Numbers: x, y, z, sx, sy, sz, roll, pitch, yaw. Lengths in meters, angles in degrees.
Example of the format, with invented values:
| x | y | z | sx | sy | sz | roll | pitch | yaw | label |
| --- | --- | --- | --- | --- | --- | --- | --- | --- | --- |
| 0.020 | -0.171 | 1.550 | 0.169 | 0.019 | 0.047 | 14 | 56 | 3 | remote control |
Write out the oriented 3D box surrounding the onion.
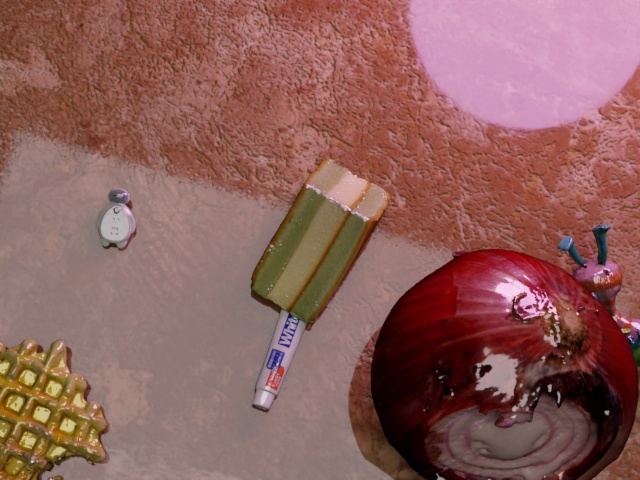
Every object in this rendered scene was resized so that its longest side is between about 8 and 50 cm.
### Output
| x | y | z | sx | sy | sz | roll | pitch | yaw | label |
| --- | --- | --- | --- | --- | --- | --- | --- | --- | --- |
| 0.232 | 0.161 | 1.651 | 0.341 | 0.341 | 0.341 | 1 | 77 | -4 | onion |

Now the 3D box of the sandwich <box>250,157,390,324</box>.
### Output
| x | y | z | sx | sy | sz | roll | pitch | yaw | label |
| --- | --- | --- | --- | --- | --- | --- | --- | --- | --- |
| 0.000 | 0.000 | 1.808 | 0.117 | 0.144 | 0.187 | 31 | 107 | 4 | sandwich |

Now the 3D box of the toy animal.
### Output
| x | y | z | sx | sy | sz | roll | pitch | yaw | label |
| --- | --- | --- | --- | --- | --- | --- | --- | --- | --- |
| 0.402 | 0.081 | 1.786 | 0.103 | 0.100 | 0.208 | -27 | 93 | -48 | toy animal |

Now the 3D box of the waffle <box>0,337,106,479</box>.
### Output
| x | y | z | sx | sy | sz | roll | pitch | yaw | label |
| --- | --- | --- | --- | --- | --- | --- | --- | --- | --- |
| -0.418 | 0.258 | 1.709 | 0.261 | 0.056 | 0.250 | -18 | 78 | -6 | waffle |

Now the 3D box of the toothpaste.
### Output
| x | y | z | sx | sy | sz | roll | pitch | yaw | label |
| --- | --- | --- | --- | --- | --- | --- | --- | --- | --- |
| -0.046 | 0.128 | 1.780 | 0.052 | 0.033 | 0.218 | 22 | 72 | -3 | toothpaste |

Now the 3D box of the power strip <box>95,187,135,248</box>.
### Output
| x | y | z | sx | sy | sz | roll | pitch | yaw | label |
| --- | --- | --- | --- | --- | --- | --- | --- | --- | --- |
| -0.284 | -0.031 | 1.801 | 0.055 | 0.035 | 0.083 | 7 | 90 | -2 | power strip |
